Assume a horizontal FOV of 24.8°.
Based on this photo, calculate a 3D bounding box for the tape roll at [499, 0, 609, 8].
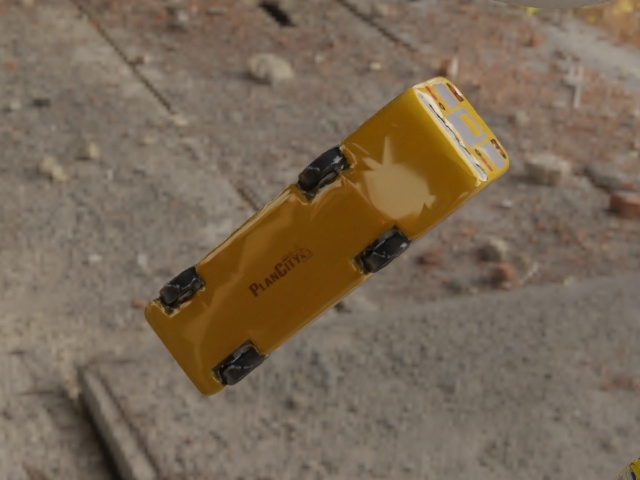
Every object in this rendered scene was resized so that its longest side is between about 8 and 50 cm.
[{"bbox_3d":[0.117,-0.268,0.769,0.286,0.286,0.100,15,11,23],"label":"tape roll"}]

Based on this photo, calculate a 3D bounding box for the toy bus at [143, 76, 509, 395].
[{"bbox_3d":[0.000,0.000,1.283,0.108,0.332,0.130,52,25,2],"label":"toy bus"}]

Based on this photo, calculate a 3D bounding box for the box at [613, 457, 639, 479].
[{"bbox_3d":[0.123,0.079,0.418,0.059,0.054,0.169,-24,-14,5],"label":"box"}]
